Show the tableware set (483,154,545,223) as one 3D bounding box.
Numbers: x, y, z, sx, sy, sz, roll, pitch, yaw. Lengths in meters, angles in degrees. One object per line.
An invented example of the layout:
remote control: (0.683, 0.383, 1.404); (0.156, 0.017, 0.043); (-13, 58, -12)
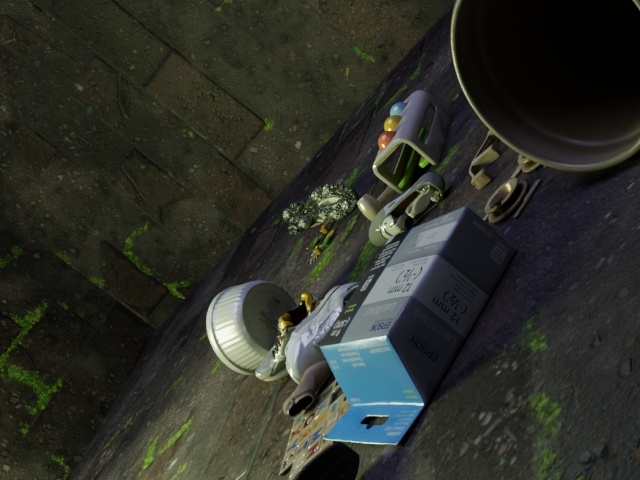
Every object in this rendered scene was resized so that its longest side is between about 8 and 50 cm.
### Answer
tableware set: (0.325, -0.113, 1.528); (0.194, 0.039, 0.128); (-55, 11, -16)

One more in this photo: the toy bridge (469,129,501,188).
toy bridge: (0.312, -0.155, 1.762); (0.063, 0.026, 0.188); (-44, 12, 40)

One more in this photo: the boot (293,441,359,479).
boot: (-0.027, 0.367, 1.331); (0.198, 0.077, 0.137); (-52, 5, -8)

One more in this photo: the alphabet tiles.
alphabet tiles: (-0.002, 0.315, 1.559); (0.198, 0.009, 0.237); (-46, 11, 25)

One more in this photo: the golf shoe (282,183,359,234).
golf shoe: (0.016, -0.099, 2.616); (0.273, 0.105, 0.120); (-19, -2, 42)

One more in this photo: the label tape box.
label tape box: (0.113, 0.132, 1.399); (0.347, 0.115, 0.249); (-54, 12, -22)

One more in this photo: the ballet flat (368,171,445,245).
ballet flat: (0.172, -0.055, 1.902); (0.213, 0.072, 0.068); (-46, 16, 26)

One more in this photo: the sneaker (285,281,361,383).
sneaker: (0.018, 0.171, 1.771); (0.095, 0.090, 0.235); (-16, 37, 56)

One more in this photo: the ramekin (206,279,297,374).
ramekin: (-0.139, 0.186, 2.066); (0.109, 0.207, 0.207); (-29, 23, 44)

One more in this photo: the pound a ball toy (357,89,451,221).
pound a ball toy: (0.179, -0.209, 2.212); (0.208, 0.136, 0.319); (-44, 12, 34)

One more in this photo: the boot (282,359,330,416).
boot: (-0.021, 0.271, 1.680); (0.118, 0.042, 0.087); (-49, 8, 3)

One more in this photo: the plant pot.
plant pot: (0.390, -0.299, 1.290); (0.280, 0.323, 0.323); (-38, 1, -34)

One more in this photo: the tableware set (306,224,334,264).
tableware set: (0.000, 0.000, 2.572); (0.104, 0.024, 0.154); (-48, 11, 19)

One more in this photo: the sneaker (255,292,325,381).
sneaker: (-0.066, 0.197, 1.939); (0.225, 0.093, 0.088); (-52, 32, 8)
